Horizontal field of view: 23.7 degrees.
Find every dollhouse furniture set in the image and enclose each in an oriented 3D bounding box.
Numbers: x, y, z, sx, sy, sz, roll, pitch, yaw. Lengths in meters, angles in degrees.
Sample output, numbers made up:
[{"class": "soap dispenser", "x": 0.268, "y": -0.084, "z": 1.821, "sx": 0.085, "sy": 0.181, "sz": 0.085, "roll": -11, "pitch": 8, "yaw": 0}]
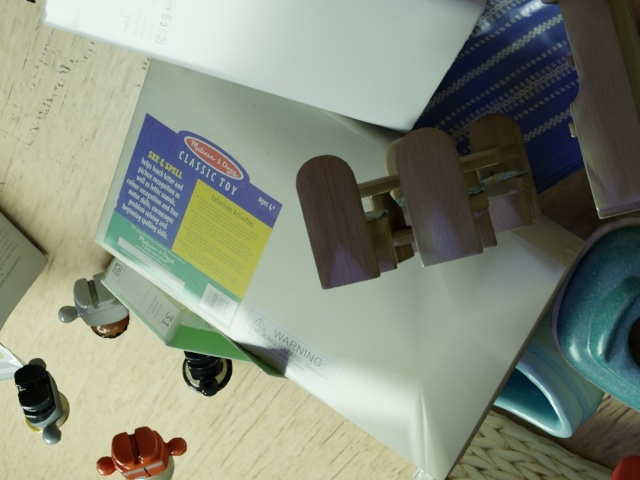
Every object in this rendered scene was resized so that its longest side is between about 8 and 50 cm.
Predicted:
[{"class": "dollhouse furniture set", "x": 0.114, "y": -0.080, "z": 1.100, "sx": 0.242, "sy": 0.212, "sz": 0.161, "roll": -14, "pitch": 93, "yaw": 21}]

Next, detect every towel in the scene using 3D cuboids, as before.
[{"class": "towel", "x": 0.101, "y": -0.167, "z": 1.207, "sx": 0.336, "sy": 0.040, "sz": 0.243, "roll": 39, "pitch": 144, "yaw": -16}]

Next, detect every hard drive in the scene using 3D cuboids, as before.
[{"class": "hard drive", "x": -0.050, "y": -0.181, "z": 1.146, "sx": 0.307, "sy": 0.040, "sz": 0.203, "roll": 16, "pitch": 154, "yaw": -7}]

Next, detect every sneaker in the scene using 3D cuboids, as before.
[{"class": "sneaker", "x": 0.098, "y": 0.077, "z": 1.432, "sx": 0.366, "sy": 0.150, "sz": 0.135, "roll": 18, "pitch": 144, "yaw": 14}]

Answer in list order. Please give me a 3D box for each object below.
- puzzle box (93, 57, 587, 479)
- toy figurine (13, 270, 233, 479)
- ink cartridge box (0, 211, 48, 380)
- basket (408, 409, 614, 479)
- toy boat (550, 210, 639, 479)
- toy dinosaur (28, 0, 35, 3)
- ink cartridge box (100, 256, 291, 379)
[{"class": "puzzle box", "x": 0.000, "y": 0.000, "z": 1.342, "sx": 0.409, "sy": 0.052, "sz": 0.272, "roll": 34, "pitch": 128, "yaw": 13}, {"class": "toy figurine", "x": -0.222, "y": 0.158, "z": 1.719, "sx": 0.209, "sy": 0.213, "sz": 0.148, "roll": 25, "pitch": 163, "yaw": 10}, {"class": "ink cartridge box", "x": -0.487, "y": 0.045, "z": 1.818, "sx": 0.309, "sy": 0.130, "sz": 0.272, "roll": -10, "pitch": 131, "yaw": 43}, {"class": "basket", "x": 0.213, "y": 0.402, "z": 1.681, "sx": 0.331, "sy": 0.266, "sz": 0.328, "roll": 27, "pitch": 146, "yaw": 2}, {"class": "toy boat", "x": 0.309, "y": 0.141, "z": 1.291, "sx": 0.267, "sy": 0.148, "sz": 0.318, "roll": 19, "pitch": 118, "yaw": 7}, {"class": "toy dinosaur", "x": -0.293, "y": -0.291, "z": 1.266, "sx": 0.322, "sy": 0.164, "sz": 0.218, "roll": 34, "pitch": 138, "yaw": 29}, {"class": "ink cartridge box", "x": -0.087, "y": 0.095, "z": 1.517, "sx": 0.235, "sy": 0.056, "sz": 0.171, "roll": 42, "pitch": -165, "yaw": 35}]
